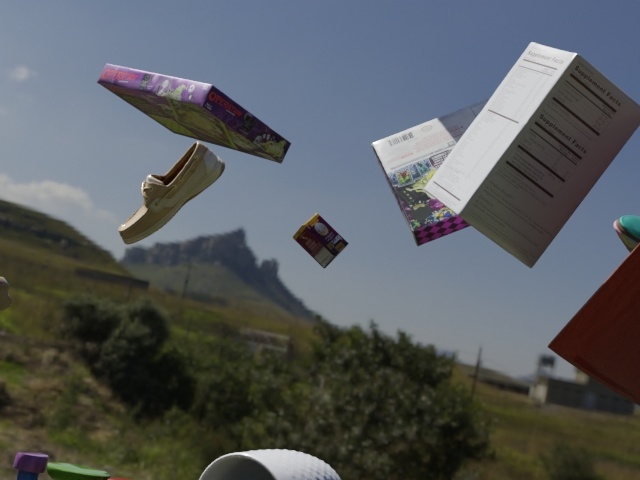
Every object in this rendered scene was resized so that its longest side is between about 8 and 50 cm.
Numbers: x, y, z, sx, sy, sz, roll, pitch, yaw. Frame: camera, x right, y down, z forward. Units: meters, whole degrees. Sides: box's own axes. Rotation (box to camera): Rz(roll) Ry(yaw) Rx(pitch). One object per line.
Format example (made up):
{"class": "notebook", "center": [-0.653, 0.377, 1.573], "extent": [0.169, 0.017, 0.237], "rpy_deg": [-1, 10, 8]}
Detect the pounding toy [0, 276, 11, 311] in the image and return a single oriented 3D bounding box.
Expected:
{"class": "pounding toy", "center": [-0.534, 0.130, 1.354], "extent": [0.269, 0.155, 0.154], "rpy_deg": [-28, -15, -43]}

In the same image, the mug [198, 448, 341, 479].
{"class": "mug", "center": [-0.105, 0.670, 2.319], "extent": [0.276, 0.374, 0.328], "rpy_deg": [19, 4, 34]}

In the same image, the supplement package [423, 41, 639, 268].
{"class": "supplement package", "center": [0.274, -0.113, 1.287], "extent": [0.133, 0.244, 0.139], "rpy_deg": [34, 7, -21]}

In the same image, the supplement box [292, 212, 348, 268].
{"class": "supplement box", "center": [0.000, 0.000, 1.814], "extent": [0.083, 0.055, 0.043], "rpy_deg": [44, -49, 2]}

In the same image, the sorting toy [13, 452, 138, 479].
{"class": "sorting toy", "center": [-0.473, 0.517, 1.975], "extent": [0.365, 0.126, 0.127], "rpy_deg": [7, -9, 27]}

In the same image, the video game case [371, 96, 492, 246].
{"class": "video game case", "center": [0.216, -0.113, 1.498], "extent": [0.232, 0.210, 0.042], "rpy_deg": [-22, -44, 0]}

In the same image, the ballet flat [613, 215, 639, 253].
{"class": "ballet flat", "center": [0.556, 0.013, 1.595], "extent": [0.221, 0.077, 0.079], "rpy_deg": [5, -44, -19]}

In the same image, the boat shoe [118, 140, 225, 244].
{"class": "boat shoe", "center": [-0.207, -0.066, 1.311], "extent": [0.059, 0.170, 0.063], "rpy_deg": [50, -2, -26]}

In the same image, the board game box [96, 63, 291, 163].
{"class": "board game box", "center": [-0.233, -0.232, 1.793], "extent": [0.346, 0.056, 0.208], "rpy_deg": [20, -6, 46]}

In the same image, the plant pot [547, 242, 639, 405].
{"class": "plant pot", "center": [0.483, 0.077, 1.181], "extent": [0.236, 0.267, 0.267], "rpy_deg": [44, -39, 16]}
